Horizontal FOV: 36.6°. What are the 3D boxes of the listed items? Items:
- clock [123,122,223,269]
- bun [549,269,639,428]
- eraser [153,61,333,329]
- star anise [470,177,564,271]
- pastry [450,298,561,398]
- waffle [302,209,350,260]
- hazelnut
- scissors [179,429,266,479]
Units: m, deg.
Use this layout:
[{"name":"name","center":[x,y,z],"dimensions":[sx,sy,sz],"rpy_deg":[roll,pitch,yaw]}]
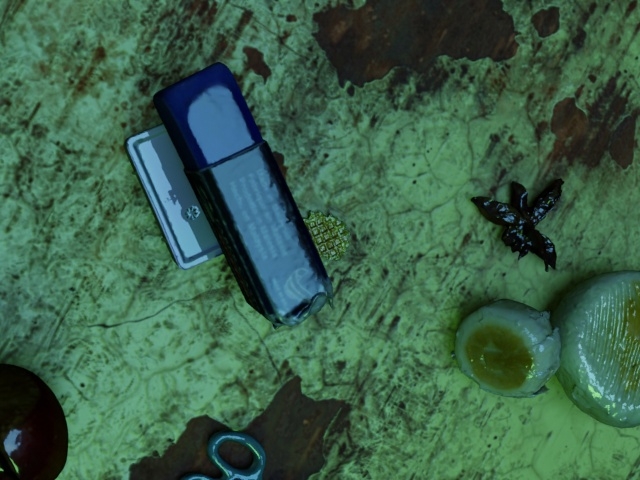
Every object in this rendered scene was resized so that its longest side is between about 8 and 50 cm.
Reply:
[{"name":"clock","center":[-0.167,-0.074,1.307],"dimensions":[0.147,0.071,0.192],"rpy_deg":[-25,102,-13]},{"name":"bun","center":[0.459,0.167,1.481],"dimensions":[0.243,0.153,0.244],"rpy_deg":[1,80,-5]},{"name":"eraser","center":[-0.095,-0.052,1.211],"dimensions":[0.101,0.155,0.332],"rpy_deg":[-28,102,-11]},{"name":"star anise","center":[0.318,-0.024,1.426],"dimensions":[0.158,0.144,0.141],"rpy_deg":[-4,88,-16]},{"name":"pastry","center":[0.276,0.161,1.428],"dimensions":[0.088,0.165,0.166],"rpy_deg":[-26,105,-52]},{"name":"waffle","center":[0.001,-0.002,1.394],"dimensions":[0.085,0.016,0.078],"rpy_deg":[8,93,-18]},{"name":"hazelnut","center":[-0.423,0.250,1.222],"dimensions":[0.204,0.178,0.178],"rpy_deg":[-23,101,-8]},{"name":"scissors","center":[-0.064,0.389,1.397],"dimensions":[0.289,0.041,0.138],"rpy_deg":[36,83,-16]}]
